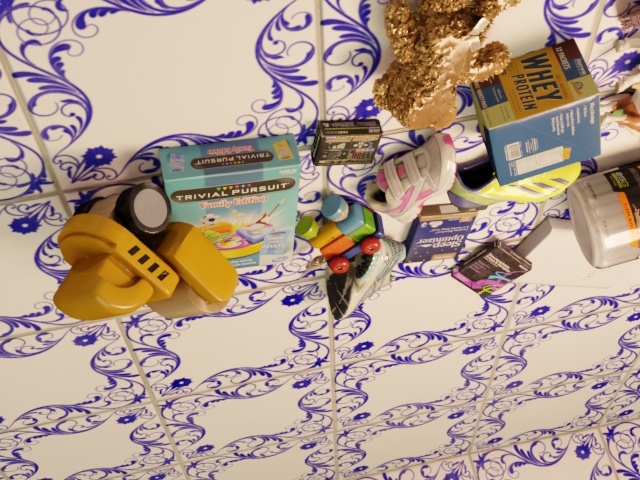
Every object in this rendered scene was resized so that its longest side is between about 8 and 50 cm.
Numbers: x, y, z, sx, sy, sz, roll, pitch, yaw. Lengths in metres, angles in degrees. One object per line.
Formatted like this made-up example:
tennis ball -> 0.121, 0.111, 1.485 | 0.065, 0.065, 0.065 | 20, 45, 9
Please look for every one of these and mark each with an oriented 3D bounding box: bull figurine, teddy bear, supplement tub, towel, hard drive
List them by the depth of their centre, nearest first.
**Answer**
teddy bear -> 0.208, -0.341, 1.606 | 0.245, 0.113, 0.338 | -13, 141, -15
towel -> 0.584, -0.387, 1.623 | 0.144, 0.029, 0.197 | -22, -172, 11
bull figurine -> 0.629, -0.269, 1.855 | 0.188, 0.101, 0.310 | -1, 142, -4
supplement tub -> 0.724, -0.076, 2.103 | 0.337, 0.207, 0.207 | -17, 148, 3
hard drive -> 0.638, 0.036, 2.400 | 0.352, 0.047, 0.233 | 4, 144, -27

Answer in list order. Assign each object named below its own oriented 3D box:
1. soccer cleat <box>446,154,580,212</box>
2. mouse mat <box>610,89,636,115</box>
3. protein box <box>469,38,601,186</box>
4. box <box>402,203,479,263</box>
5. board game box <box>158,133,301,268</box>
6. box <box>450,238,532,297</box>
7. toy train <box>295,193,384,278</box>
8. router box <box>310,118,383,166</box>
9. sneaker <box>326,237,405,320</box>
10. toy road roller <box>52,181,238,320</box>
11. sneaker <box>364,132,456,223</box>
soccer cleat -> 0.400, -0.135, 1.998 | 0.289, 0.093, 0.121 | -13, 142, -3
mouse mat -> 0.691, -0.276, 1.967 | 0.189, 0.007, 0.152 | 9, 142, -33
protein box -> 0.399, -0.231, 1.800 | 0.201, 0.136, 0.200 | -18, 148, 7
box -> 0.263, -0.006, 2.201 | 0.136, 0.037, 0.225 | -6, 149, -13
board game box -> -0.176, -0.060, 1.903 | 0.253, 0.079, 0.336 | -8, 148, -10
box -> 0.410, 0.069, 2.335 | 0.116, 0.029, 0.162 | 32, 133, -22
toy train -> 0.000, 0.000, 2.055 | 0.248, 0.105, 0.143 | -32, 133, 28
router box -> 0.048, -0.184, 1.833 | 0.122, 0.038, 0.092 | -4, 148, -16
sneaker -> 0.108, 0.095, 2.233 | 0.122, 0.110, 0.283 | 0, 146, -27
toy road roller -> -0.340, 0.071, 1.791 | 0.202, 0.241, 0.329 | -12, 132, 43
sneaker -> 0.175, -0.121, 1.920 | 0.111, 0.103, 0.252 | 4, 143, -30
